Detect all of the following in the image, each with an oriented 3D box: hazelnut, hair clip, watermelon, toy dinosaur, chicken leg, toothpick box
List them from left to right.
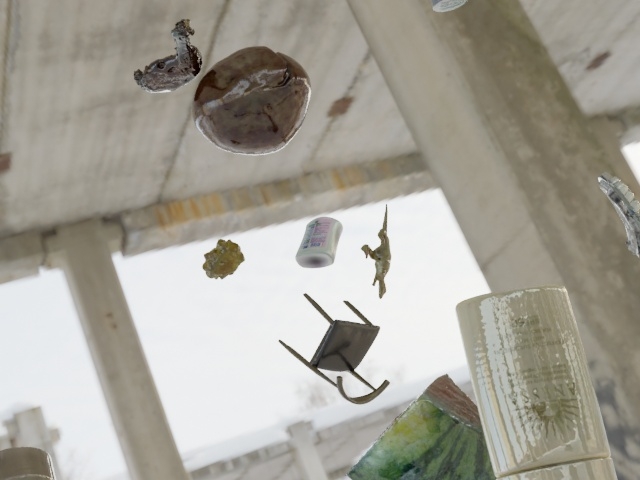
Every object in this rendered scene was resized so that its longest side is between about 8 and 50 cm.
[{"bbox_3d":[-0.387,0.370,1.334,0.111,0.181,0.111,-16,-35,-11],"label":"toothpick box"},{"bbox_3d":[-0.277,-0.344,1.962,0.106,0.051,0.253,6,-22,-26],"label":"chicken leg"},{"bbox_3d":[-0.127,-0.260,1.981,0.234,0.218,0.218,-32,-19,-6],"label":"hazelnut"},{"bbox_3d":[0.131,0.024,2.111,0.039,0.162,0.126,1,-47,27],"label":"toy dinosaur"},{"bbox_3d":[0.208,0.383,1.902,0.213,0.261,0.201,-55,13,20],"label":"watermelon"},{"bbox_3d":[0.585,-0.056,1.981,0.054,0.140,0.220,-35,-59,8],"label":"hair clip"}]

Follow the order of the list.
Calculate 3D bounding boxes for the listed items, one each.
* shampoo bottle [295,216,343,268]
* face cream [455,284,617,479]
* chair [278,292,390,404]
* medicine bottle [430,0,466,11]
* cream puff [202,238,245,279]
[{"bbox_3d":[0.000,0.000,1.812,0.072,0.099,0.043,-7,-46,26],"label":"shampoo bottle"},{"bbox_3d":[0.310,0.240,1.465,0.173,0.349,0.081,-8,-21,-7],"label":"face cream"},{"bbox_3d":[0.056,0.274,2.637,0.188,0.272,0.166,12,-68,-44],"label":"chair"},{"bbox_3d":[0.217,-0.543,1.936,0.090,0.217,0.090,-13,-10,-2],"label":"medicine bottle"},{"bbox_3d":[-0.195,0.037,2.037,0.083,0.058,0.083,1,-73,-27],"label":"cream puff"}]
